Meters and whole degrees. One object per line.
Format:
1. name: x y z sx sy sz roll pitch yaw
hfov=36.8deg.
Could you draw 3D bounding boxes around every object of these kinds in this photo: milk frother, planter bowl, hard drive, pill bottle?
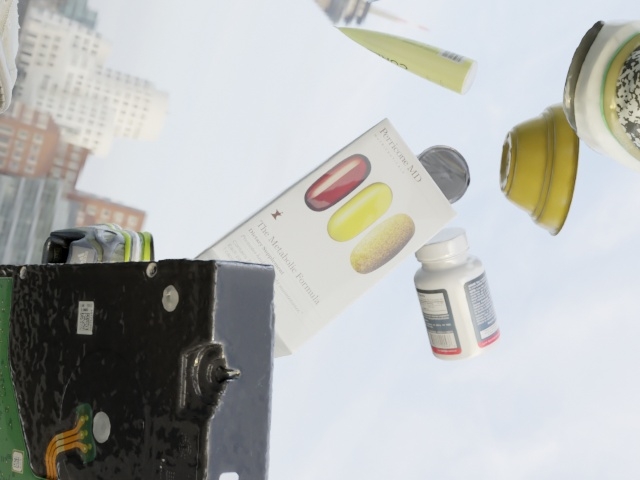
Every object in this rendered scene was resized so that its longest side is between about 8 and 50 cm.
1. milk frother: 0.125 -0.050 1.336 0.135 0.129 0.143 164 -80 -74
2. planter bowl: 0.330 -0.118 1.493 0.217 0.090 0.217 6 90 -89
3. hard drive: -0.168 0.134 0.723 0.339 0.064 0.236 -4 -98 44
4. pill bottle: 0.197 0.077 1.420 0.108 0.108 0.180 -154 -133 -71

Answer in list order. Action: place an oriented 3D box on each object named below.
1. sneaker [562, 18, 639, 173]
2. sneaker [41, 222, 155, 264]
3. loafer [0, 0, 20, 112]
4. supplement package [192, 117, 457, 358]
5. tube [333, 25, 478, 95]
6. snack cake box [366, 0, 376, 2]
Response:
1. sneaker: 0.428 -0.075 0.942 0.158 0.410 0.182 -66 -152 4
2. sneaker: -0.329 0.019 1.327 0.300 0.121 0.111 -4 -103 59
3. loafer: -0.354 -0.249 0.957 0.268 0.102 0.092 105 -13 -46
4. supplement package: 0.000 0.000 1.035 0.244 0.139 0.134 -39 -175 -22
5. tube: 0.141 -0.310 1.596 0.062 0.240 0.070 -57 162 -25
6. snack cake box: 0.158 -0.388 1.134 0.089 0.264 0.152 -27 106 -70
